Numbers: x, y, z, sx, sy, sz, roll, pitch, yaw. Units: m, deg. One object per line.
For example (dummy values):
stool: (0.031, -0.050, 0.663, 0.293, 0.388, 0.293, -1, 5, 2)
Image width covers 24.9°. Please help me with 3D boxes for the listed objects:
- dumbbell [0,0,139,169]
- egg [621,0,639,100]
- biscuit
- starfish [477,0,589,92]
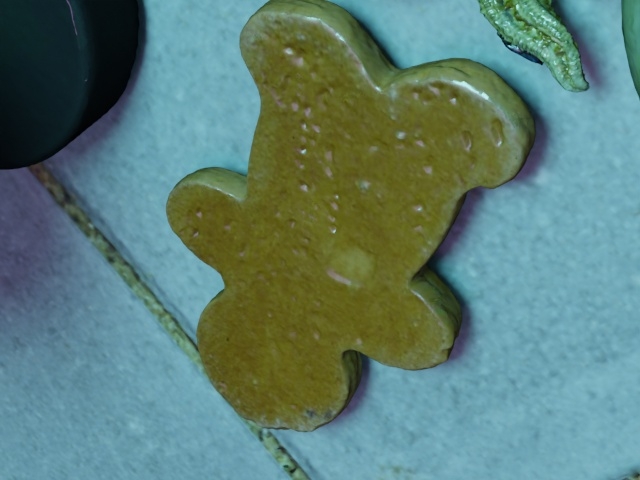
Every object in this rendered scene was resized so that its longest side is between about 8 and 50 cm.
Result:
dumbbell: (-0.262, -0.086, 0.816, 0.204, 0.322, 0.203, 13, 125, 20)
egg: (0.305, -0.075, 0.561, 0.379, 0.287, 0.287, 28, 130, 26)
biscuit: (0.002, -0.001, 0.913, 0.205, 0.049, 0.324, 26, 128, 12)
starfish: (0.093, -0.182, 0.748, 0.208, 0.053, 0.176, 31, 120, 8)
